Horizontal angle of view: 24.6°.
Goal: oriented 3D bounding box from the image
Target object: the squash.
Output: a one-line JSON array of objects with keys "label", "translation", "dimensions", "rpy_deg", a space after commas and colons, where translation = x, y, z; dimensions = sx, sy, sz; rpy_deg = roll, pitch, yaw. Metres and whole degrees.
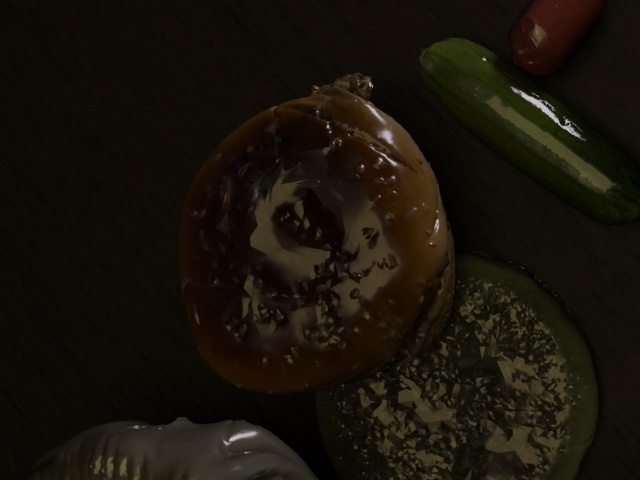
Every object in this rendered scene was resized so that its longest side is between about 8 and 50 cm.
[{"label": "squash", "translation": [0.181, -0.094, 1.253], "dimensions": [0.239, 0.069, 0.069], "rpy_deg": [39, 104, 14]}]

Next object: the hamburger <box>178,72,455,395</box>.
[{"label": "hamburger", "translation": [0.000, 0.000, 1.265], "dimensions": [0.243, 0.146, 0.286], "rpy_deg": [26, 91, 23]}]

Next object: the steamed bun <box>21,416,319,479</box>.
[{"label": "steamed bun", "translation": [-0.090, 0.288, 1.267], "dimensions": [0.324, 0.219, 0.309], "rpy_deg": [-27, 80, 42]}]

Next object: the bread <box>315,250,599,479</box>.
[{"label": "bread", "translation": [0.116, 0.141, 1.299], "dimensions": [0.267, 0.040, 0.267], "rpy_deg": [1, 92, 19]}]

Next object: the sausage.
[{"label": "sausage", "translation": [0.195, -0.183, 1.244], "dimensions": [0.054, 0.059, 0.094], "rpy_deg": [39, 85, -15]}]
